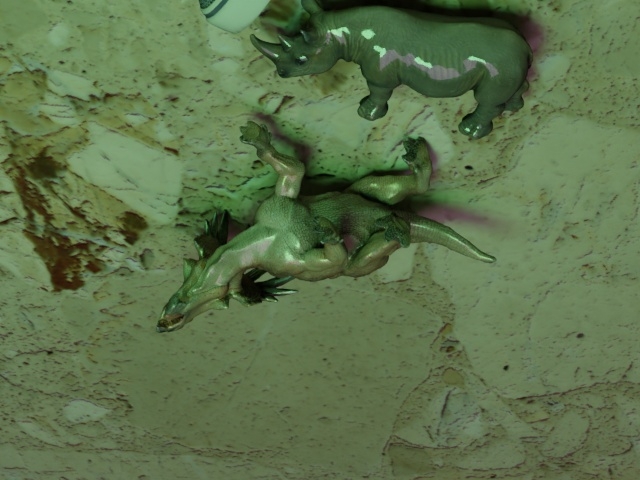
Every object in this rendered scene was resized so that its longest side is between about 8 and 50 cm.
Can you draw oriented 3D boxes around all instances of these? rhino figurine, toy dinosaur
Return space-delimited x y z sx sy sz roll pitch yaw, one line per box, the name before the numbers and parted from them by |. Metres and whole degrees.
rhino figurine | 0.062 -0.154 1.599 0.243 0.073 0.106 9 144 -4
toy dinosaur | 0.000 0.000 1.760 0.296 0.127 0.200 1 150 -16

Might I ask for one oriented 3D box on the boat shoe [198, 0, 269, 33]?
boat shoe | -0.060 -0.309 1.393 0.158 0.127 0.340 20 129 -14
